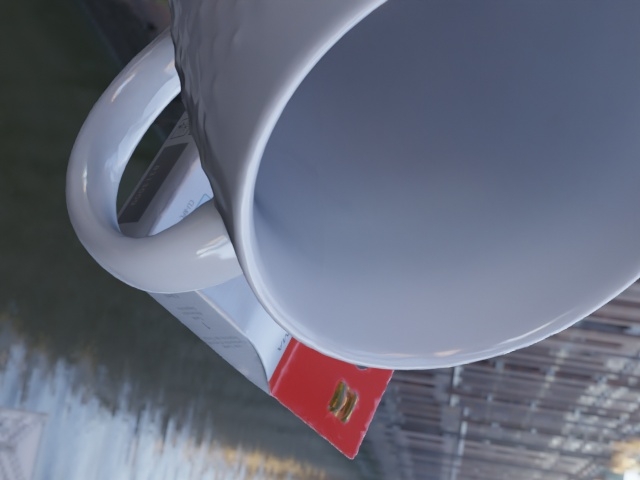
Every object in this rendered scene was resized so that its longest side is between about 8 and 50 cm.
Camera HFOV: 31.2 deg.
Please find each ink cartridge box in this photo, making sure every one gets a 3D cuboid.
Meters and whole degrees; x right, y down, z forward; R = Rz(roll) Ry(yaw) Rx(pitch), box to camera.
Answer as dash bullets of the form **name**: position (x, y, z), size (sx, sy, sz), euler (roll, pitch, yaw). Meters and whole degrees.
- **ink cartridge box**: position (0.000, 0.000, 1.179), size (0.385, 0.091, 0.308), euler (44, 59, -29)

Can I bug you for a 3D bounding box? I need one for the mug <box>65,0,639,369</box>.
- **mug**: position (0.004, -0.108, 0.695), size (0.276, 0.374, 0.328), euler (49, 12, -43)
